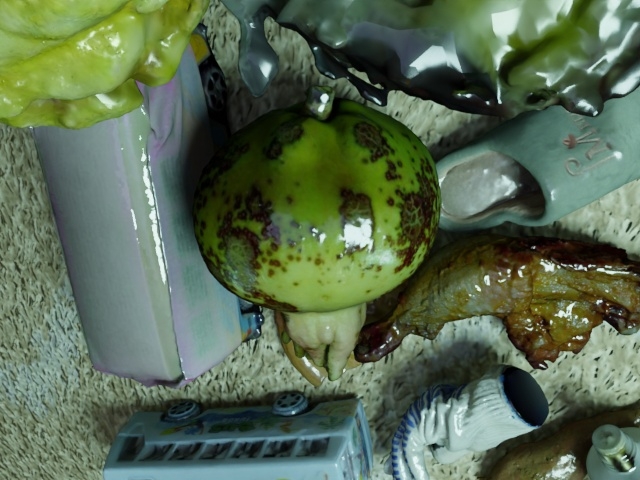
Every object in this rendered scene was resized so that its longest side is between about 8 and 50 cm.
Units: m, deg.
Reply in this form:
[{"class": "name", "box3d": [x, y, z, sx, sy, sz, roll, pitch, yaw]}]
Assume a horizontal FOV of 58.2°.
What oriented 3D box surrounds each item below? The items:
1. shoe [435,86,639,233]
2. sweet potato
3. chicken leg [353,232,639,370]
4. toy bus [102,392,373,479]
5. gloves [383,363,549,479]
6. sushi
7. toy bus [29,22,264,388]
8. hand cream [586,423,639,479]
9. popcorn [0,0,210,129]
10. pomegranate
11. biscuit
[{"class": "shoe", "box3d": [0.208, -0.069, 0.532, 0.251, 0.100, 0.103, -25, 102, 24]}, {"class": "sweet potato", "box3d": [0.273, 0.247, 0.647, 0.226, 0.068, 0.068, -36, 97, 22]}, {"class": "chicken leg", "box3d": [0.188, 0.065, 0.584, 0.323, 0.083, 0.177, 2, 127, 0]}, {"class": "toy bus", "box3d": [-0.107, 0.272, 0.713, 0.330, 0.136, 0.108, -8, 104, 16]}, {"class": "gloves", "box3d": [0.147, 0.213, 0.644, 0.119, 0.097, 0.229, 22, 124, -30]}, {"class": "sushi", "box3d": [0.101, -0.229, 0.396, 0.300, 0.294, 0.281, 15, 111, 10]}, {"class": "toy bus", "box3d": [-0.180, -0.039, 0.608, 0.171, 0.162, 0.385, -2, 108, 16]}, {"class": "hand cream", "box3d": [0.383, 0.307, 0.618, 0.124, 0.077, 0.340, -34, 112, 21]}, {"class": "popcorn", "box3d": [-0.175, -0.200, 0.363, 0.235, 0.250, 0.241, -4, 84, -2]}, {"class": "pomegranate", "box3d": [-0.001, 0.007, 0.535, 0.222, 0.204, 0.276, 3, 90, 4]}, {"class": "biscuit", "box3d": [0.029, 0.071, 0.663, 0.224, 0.033, 0.144, -38, 97, 22]}]
